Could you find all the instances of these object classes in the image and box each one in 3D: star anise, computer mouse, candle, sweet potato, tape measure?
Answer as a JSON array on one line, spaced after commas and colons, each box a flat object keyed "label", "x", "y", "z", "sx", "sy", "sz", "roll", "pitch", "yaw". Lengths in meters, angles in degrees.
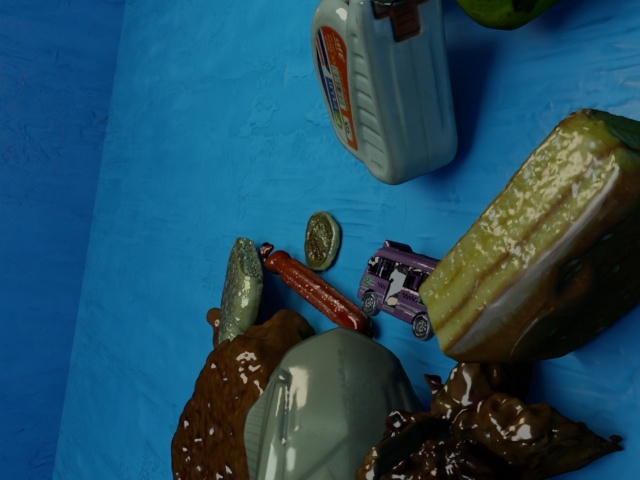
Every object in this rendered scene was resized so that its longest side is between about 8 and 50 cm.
[{"label": "star anise", "x": 0.136, "y": 0.204, "z": 0.632, "sx": 0.237, "sy": 0.346, "sz": 0.148, "roll": 2, "pitch": 116, "yaw": 38}, {"label": "computer mouse", "x": 0.023, "y": 0.314, "z": 0.779, "sx": 0.145, "sy": 0.228, "sz": 0.429, "roll": 117, "pitch": 153, "yaw": -80}, {"label": "candle", "x": -0.010, "y": 0.077, "z": 1.071, "sx": 0.329, "sy": 0.051, "sz": 0.048, "roll": 34, "pitch": 113, "yaw": 55}, {"label": "sweet potato", "x": -0.188, "y": 0.194, "z": 1.324, "sx": 0.058, "sy": 0.055, "sz": 0.202, "roll": -43, "pitch": 39, "yaw": 5}, {"label": "tape measure", "x": 0.083, "y": -0.211, "z": 0.857, "sx": 0.246, "sy": 0.125, "sz": 0.243, "roll": -128, "pitch": 21, "yaw": -57}]

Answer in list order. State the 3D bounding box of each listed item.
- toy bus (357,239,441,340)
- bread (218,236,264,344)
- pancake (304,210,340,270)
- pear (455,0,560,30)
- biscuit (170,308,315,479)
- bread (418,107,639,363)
[{"label": "toy bus", "x": 0.129, "y": 0.063, "z": 0.822, "sx": 0.178, "sy": 0.087, "sz": 0.098, "roll": 19, "pitch": 97, "yaw": 55}, {"label": "bread", "x": -0.147, "y": 0.116, "z": 1.213, "sx": 0.286, "sy": 0.056, "sz": 0.207, "roll": -126, "pitch": 46, "yaw": -74}, {"label": "pancake", "x": 0.001, "y": 0.000, "z": 1.105, "sx": 0.108, "sy": 0.017, "sz": 0.108, "roll": -13, "pitch": 75, "yaw": 59}, {"label": "pear", "x": 0.225, "y": -0.352, "z": 0.696, "sx": 0.292, "sy": 0.159, "sz": 0.292, "roll": 3, "pitch": 95, "yaw": 42}, {"label": "biscuit", "x": -0.100, "y": 0.347, "z": 1.043, "sx": 0.395, "sy": 0.166, "sz": 0.342, "roll": -64, "pitch": 34, "yaw": 28}, {"label": "bread", "x": 0.223, "y": 0.011, "z": 0.589, "sx": 0.234, "sy": 0.184, "sz": 0.110, "roll": -58, "pitch": 42, "yaw": 35}]
